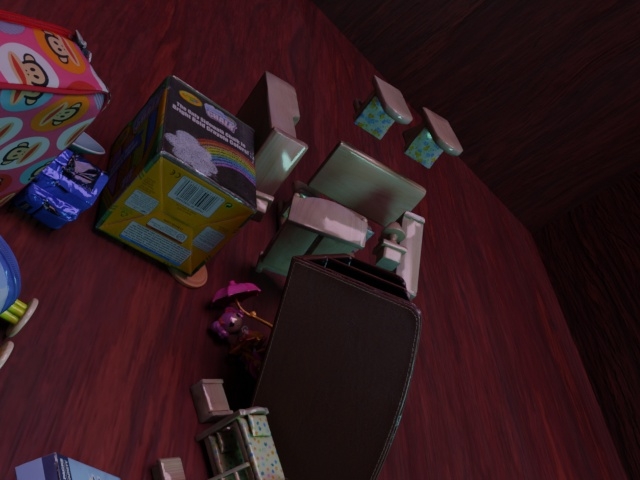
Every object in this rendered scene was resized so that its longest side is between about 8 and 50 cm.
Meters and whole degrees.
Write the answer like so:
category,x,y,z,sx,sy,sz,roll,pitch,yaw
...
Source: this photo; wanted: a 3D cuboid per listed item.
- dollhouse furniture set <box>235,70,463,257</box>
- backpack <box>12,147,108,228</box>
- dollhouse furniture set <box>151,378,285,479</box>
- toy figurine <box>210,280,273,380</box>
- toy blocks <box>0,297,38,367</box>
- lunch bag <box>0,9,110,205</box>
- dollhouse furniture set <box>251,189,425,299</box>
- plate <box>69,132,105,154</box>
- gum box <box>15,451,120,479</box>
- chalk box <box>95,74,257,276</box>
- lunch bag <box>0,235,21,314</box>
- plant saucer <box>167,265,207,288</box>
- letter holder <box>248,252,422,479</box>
category,x,y,z,sx,sy,sz,roll,pitch,yaw
dollhouse furniture set,0.026,-0.119,1.279,0.394,0.362,0.256,26,30,-25
backpack,-0.367,-0.083,0.892,0.120,0.098,0.101,41,48,-29
dollhouse furniture set,-0.142,0.254,0.858,0.161,0.101,0.182,15,46,-53
toy figurine,-0.114,0.144,1.070,0.159,0.130,0.173,38,52,-4
toy blocks,-0.396,0.068,0.711,0.148,0.054,0.123,41,30,-25
lunch bag,-0.369,-0.111,0.700,0.120,0.293,0.258,58,22,5
dollhouse furniture set,0.000,0.000,1.247,0.355,0.303,0.174,21,55,-13
plate,-0.401,-0.169,0.957,0.188,0.024,0.188,34,5,-3
gum box,-0.221,0.298,0.631,0.184,0.041,0.157,87,-17,-64
chalk box,-0.226,-0.125,1.076,0.180,0.179,0.289,32,30,-30
lunch bag,-0.425,-0.007,0.548,0.303,0.243,0.115,54,26,-15
plant saucer,-0.218,0.040,1.089,0.083,0.013,0.083,40,30,-29
letter holder,0.043,0.195,0.940,0.214,0.302,0.152,21,11,28
